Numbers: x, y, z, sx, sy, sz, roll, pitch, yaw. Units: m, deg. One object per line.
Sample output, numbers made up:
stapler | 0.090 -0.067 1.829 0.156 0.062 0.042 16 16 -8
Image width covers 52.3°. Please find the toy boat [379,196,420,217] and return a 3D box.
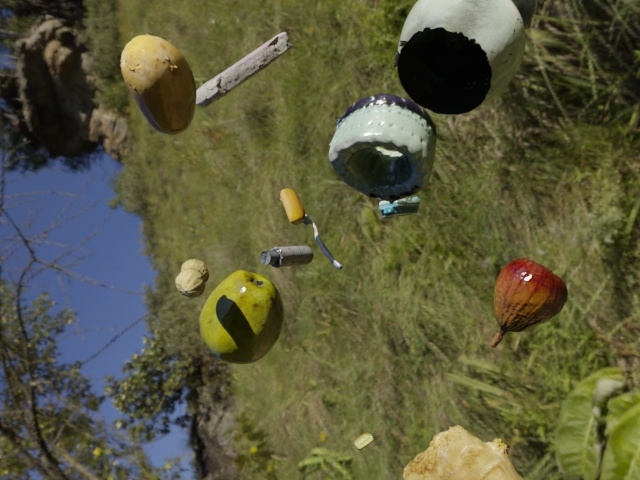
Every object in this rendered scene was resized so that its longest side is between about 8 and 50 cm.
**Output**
toy boat | 0.260 -0.130 2.094 0.215 0.088 0.102 -5 -92 -54

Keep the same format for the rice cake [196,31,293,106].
rice cake | -0.181 -0.420 1.590 0.298 0.106 0.050 -46 -69 -36

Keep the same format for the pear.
pear | -0.234 0.234 1.981 0.253 0.252 0.307 -45 -21 -60

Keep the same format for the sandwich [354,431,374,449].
sandwich | 0.112 0.539 1.744 0.044 0.031 0.083 -22 -24 -23

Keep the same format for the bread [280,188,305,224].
bread | -0.076 -0.097 1.888 0.062 0.049 0.103 19 -133 -66

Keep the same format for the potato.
potato | -0.325 -0.315 1.349 0.234 0.146 0.150 69 -146 -59

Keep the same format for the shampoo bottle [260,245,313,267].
shampoo bottle | -0.109 0.052 2.106 0.214 0.072 0.072 -3 -69 -54

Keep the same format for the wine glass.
wine glass | 0.273 -0.388 1.214 0.238 0.238 0.323 93 -158 -44

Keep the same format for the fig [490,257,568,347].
fig | 0.322 0.092 1.061 0.153 0.119 0.119 -45 5 39

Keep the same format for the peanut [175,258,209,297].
peanut | -0.340 0.098 1.736 0.187 0.082 0.082 -99 21 -71

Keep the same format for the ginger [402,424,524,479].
ginger | 0.309 0.510 1.143 0.236 0.375 0.166 -43 -39 -2

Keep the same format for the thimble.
thimble | 0.138 -0.206 1.456 0.237 0.237 0.150 86 -163 -55

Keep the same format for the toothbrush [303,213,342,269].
toothbrush | 0.000 0.000 1.853 0.027 0.269 0.021 -31 -47 -4
